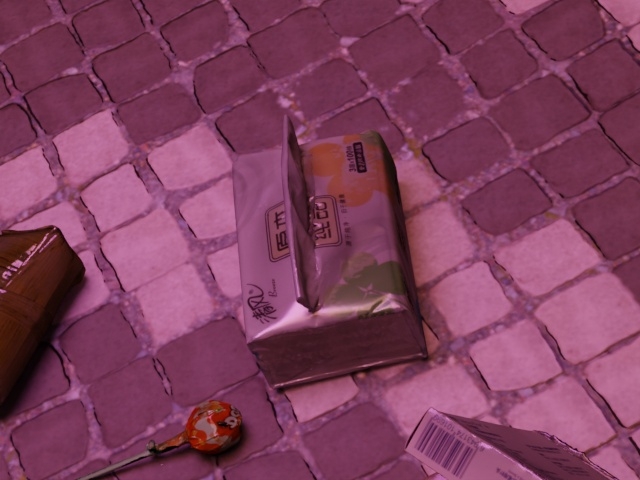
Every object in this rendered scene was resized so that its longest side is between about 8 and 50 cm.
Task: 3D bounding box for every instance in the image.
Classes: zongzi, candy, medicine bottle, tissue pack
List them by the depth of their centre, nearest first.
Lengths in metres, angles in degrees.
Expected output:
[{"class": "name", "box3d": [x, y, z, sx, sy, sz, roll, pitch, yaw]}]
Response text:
[{"class": "medicine bottle", "box3d": [0.185, 0.200, 1.540, 0.171, 0.201, 0.052, 31, 97, 32]}, {"class": "candy", "box3d": [-0.158, 0.197, 1.751, 0.184, 0.049, 0.055, -22, 20, 7]}, {"class": "tissue pack", "box3d": [0.000, 0.000, 1.781, 0.159, 0.145, 0.229, -12, 51, 6]}, {"class": "zongzi", "box3d": [-0.365, 0.073, 1.869, 0.204, 0.094, 0.205, 8, 56, 27]}]

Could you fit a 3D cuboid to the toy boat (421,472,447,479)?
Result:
[{"class": "toy boat", "box3d": [0.184, 0.304, 1.528, 0.321, 0.089, 0.121, 33, 74, 32]}]
